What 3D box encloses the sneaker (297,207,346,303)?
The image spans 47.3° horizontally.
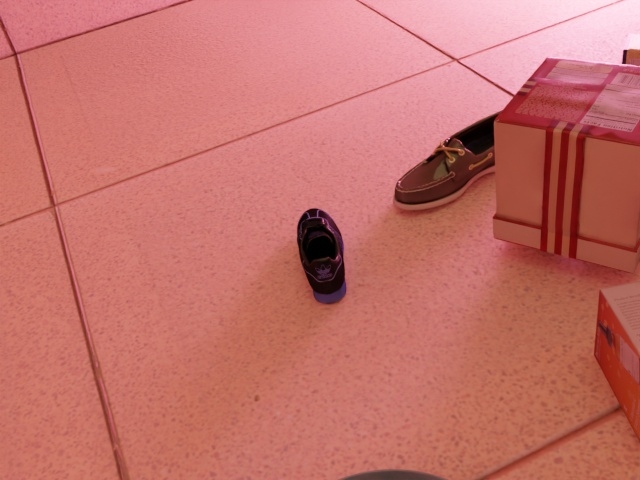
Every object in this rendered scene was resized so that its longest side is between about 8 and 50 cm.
[{"bbox_3d":[0.000,0.000,1.241,0.081,0.090,0.232,-13,38,-2],"label":"sneaker"}]

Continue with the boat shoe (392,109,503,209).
[{"bbox_3d":[0.258,-0.153,1.367,0.305,0.091,0.109,-28,40,-20],"label":"boat shoe"}]

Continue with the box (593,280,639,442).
[{"bbox_3d":[0.418,0.152,0.907,0.091,0.130,0.170,-11,37,2],"label":"box"}]

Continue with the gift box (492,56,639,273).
[{"bbox_3d":[0.433,-0.120,1.142,0.255,0.258,0.276,21,47,35],"label":"gift box"}]

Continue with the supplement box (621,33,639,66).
[{"bbox_3d":[0.708,-0.408,1.598,0.083,0.056,0.083,10,43,25],"label":"supplement box"}]

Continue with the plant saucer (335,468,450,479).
[{"bbox_3d":[0.073,0.390,0.769,0.317,0.044,0.318,-7,37,5],"label":"plant saucer"}]
